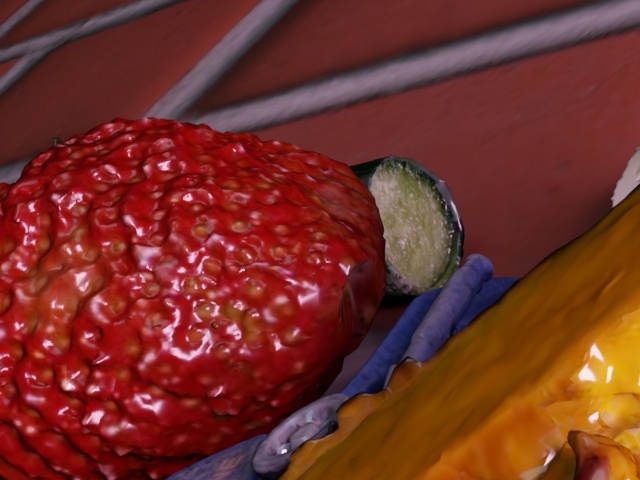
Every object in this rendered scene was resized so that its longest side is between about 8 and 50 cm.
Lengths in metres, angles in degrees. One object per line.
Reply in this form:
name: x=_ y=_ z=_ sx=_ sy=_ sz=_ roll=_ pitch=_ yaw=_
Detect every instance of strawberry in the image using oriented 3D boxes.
strawberry: x=-0.041 y=0.023 z=0.573 sx=0.148 sy=0.131 sz=0.131 roll=8 pitch=40 yaw=29

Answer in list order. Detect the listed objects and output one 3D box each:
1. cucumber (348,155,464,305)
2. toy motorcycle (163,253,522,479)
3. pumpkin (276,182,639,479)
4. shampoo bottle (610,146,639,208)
cucumber: x=0.000 y=0.000 z=0.650 sx=0.105 sy=0.048 sz=0.048 roll=-9 pitch=31 yaw=50
toy motorcycle: x=-0.009 y=0.076 z=0.462 sx=0.205 sy=0.076 sz=0.114 roll=-37 pitch=13 yaw=-11
pumpkin: x=0.026 y=0.087 z=0.349 sx=0.163 sy=0.111 sz=0.278 roll=-22 pitch=25 yaw=54
shampoo bottle: x=0.143 y=-0.026 z=0.511 sx=0.141 sy=0.034 sz=0.049 roll=-20 pitch=17 yaw=33
